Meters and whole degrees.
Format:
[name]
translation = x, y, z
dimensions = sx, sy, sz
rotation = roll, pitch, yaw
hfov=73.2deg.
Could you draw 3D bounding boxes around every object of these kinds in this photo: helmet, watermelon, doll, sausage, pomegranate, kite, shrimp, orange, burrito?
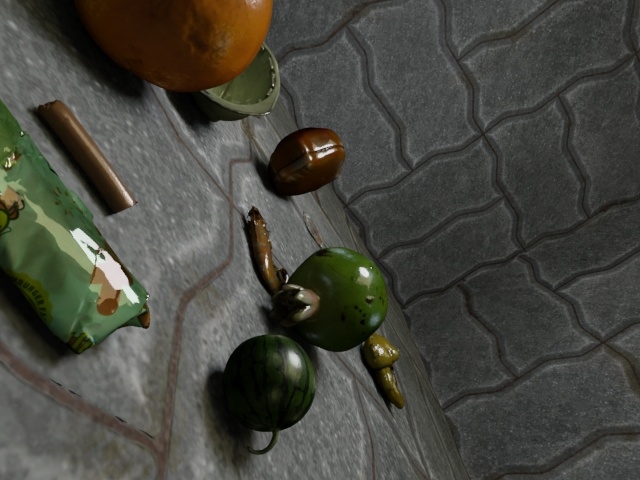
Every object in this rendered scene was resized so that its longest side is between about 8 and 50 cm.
[helmet]
translation = -0.195, -0.305, 0.859
dimensions = 0.204, 0.137, 0.257
rotation = 15, 54, -25
[watermelon]
translation = -0.050, 0.151, 0.448
dimensions = 0.109, 0.109, 0.109
rotation = 60, 10, -17
[doll]
translation = 0.187, 0.356, 1.191
dimensions = 0.137, 0.097, 0.209
rotation = -78, 145, -84
[sausage]
translation = -0.219, -0.078, 0.406
dimensions = 0.116, 0.026, 0.026
rotation = 59, 10, -17
[pomegranate]
translation = 0.009, 0.102, 0.736
dimensions = 0.225, 0.187, 0.187
rotation = -1, 60, -51
[kite]
translation = 0.003, -0.001, 1.436
dimensions = 0.229, 0.016, 0.127
rotation = 55, 15, -37
[shrimp]
translation = -0.091, 0.024, 0.792
dimensions = 0.124, 0.034, 0.178
rotation = 54, 14, -55
[orange]
translation = -0.190, -0.337, 0.580
dimensions = 0.261, 0.261, 0.261
rotation = 60, 10, -17
[burrito]
translation = -0.211, -0.038, 0.265
dimensions = 0.288, 0.054, 0.104
rotation = 61, 11, -16

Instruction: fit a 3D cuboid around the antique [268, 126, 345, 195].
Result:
[antique]
translation = -0.037, -0.214, 1.172
dimensions = 0.129, 0.224, 0.278
rotation = 63, 24, 7
